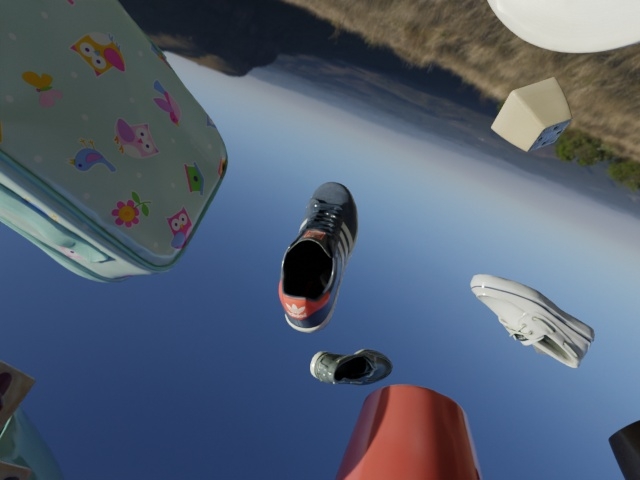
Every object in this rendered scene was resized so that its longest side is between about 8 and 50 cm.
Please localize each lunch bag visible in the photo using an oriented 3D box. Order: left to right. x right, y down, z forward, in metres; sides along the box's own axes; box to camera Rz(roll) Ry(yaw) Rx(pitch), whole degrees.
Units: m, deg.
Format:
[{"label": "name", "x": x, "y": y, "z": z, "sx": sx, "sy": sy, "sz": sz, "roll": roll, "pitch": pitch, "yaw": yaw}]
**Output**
[{"label": "lunch bag", "x": -0.226, "y": -0.102, "z": 0.379, "sx": 0.108, "sy": 0.279, "sz": 0.224, "roll": -8, "pitch": -132, "yaw": 30}]

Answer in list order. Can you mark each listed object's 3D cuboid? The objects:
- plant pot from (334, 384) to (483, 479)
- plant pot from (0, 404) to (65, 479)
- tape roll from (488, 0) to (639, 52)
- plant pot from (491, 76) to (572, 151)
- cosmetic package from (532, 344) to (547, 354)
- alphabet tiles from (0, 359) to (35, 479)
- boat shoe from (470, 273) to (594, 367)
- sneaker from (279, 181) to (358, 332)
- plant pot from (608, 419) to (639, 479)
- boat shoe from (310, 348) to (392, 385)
[{"label": "plant pot", "x": 0.146, "y": 0.399, "z": 0.669, "sx": 0.275, "sy": 0.275, "sz": 0.243, "roll": 21, "pitch": -140, "yaw": 0}, {"label": "plant pot", "x": -0.487, "y": 0.390, "z": 0.530, "sx": 0.293, "sy": 0.235, "sz": 0.293, "roll": -16, "pitch": -155, "yaw": 8}, {"label": "tape roll", "x": 0.416, "y": -0.473, "z": 0.559, "sx": 0.392, "sy": 0.392, "sz": 0.072, "roll": 34, "pitch": -139, "yaw": 31}, {"label": "plant pot", "x": 0.444, "y": -0.250, "z": 0.835, "sx": 0.109, "sy": 0.109, "sz": 0.096, "roll": -21, "pitch": -114, "yaw": -11}, {"label": "cosmetic package", "x": 0.460, "y": 0.201, "z": 0.808, "sx": 0.060, "sy": 0.041, "sz": 0.115, "roll": 3, "pitch": 159, "yaw": 33}, {"label": "alphabet tiles", "x": -0.285, "y": 0.150, "z": 0.157, "sx": 0.011, "sy": 0.342, "sz": 0.285, "roll": 10, "pitch": -126, "yaw": 15}, {"label": "boat shoe", "x": 0.343, "y": 0.133, "z": 0.658, "sx": 0.226, "sy": 0.076, "sz": 0.083, "roll": 27, "pitch": 162, "yaw": -1}, {"label": "sneaker", "x": 0.000, "y": 0.000, "z": 0.818, "sx": 0.131, "sy": 0.148, "sz": 0.350, "roll": 2, "pitch": -120, "yaw": 13}, {"label": "plant pot", "x": 0.810, "y": 0.550, "z": 0.940, "sx": 0.215, "sy": 0.215, "sz": 0.230, "roll": 10, "pitch": -144, "yaw": -29}, {"label": "boat shoe", "x": 0.121, "y": 0.398, "z": 1.239, "sx": 0.319, "sy": 0.116, "sz": 0.099, "roll": 15, "pitch": 172, "yaw": -36}]
